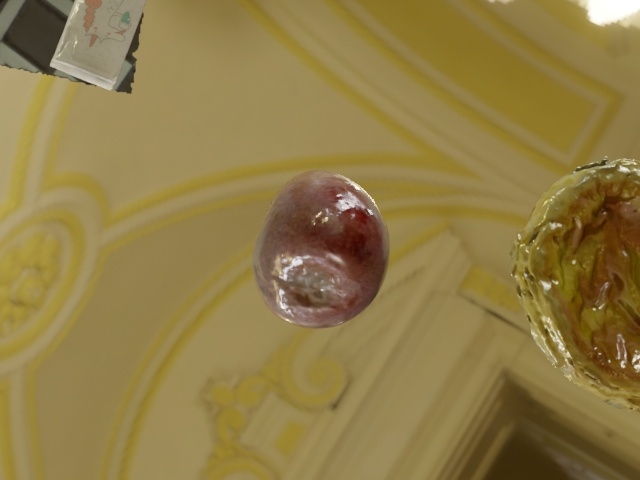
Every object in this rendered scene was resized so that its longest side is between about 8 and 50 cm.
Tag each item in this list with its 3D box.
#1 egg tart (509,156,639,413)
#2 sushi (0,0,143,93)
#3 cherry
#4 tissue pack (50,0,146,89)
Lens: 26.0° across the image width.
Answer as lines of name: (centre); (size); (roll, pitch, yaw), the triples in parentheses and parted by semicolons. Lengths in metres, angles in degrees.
egg tart: (0.390, 0.059, 1.824); (0.341, 0.341, 0.132); (-53, 15, -18)
sushi: (-0.283, -0.290, 1.215); (0.059, 0.292, 0.294); (-53, -28, -73)
cherry: (0.007, 0.006, 2.085); (0.239, 0.206, 0.239); (16, -90, -83)
tissue pack: (-0.177, -0.182, 1.139); (0.023, 0.056, 0.108); (146, 144, -71)
